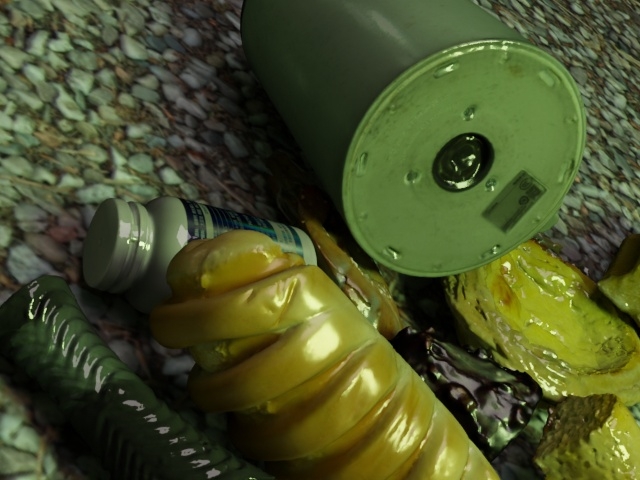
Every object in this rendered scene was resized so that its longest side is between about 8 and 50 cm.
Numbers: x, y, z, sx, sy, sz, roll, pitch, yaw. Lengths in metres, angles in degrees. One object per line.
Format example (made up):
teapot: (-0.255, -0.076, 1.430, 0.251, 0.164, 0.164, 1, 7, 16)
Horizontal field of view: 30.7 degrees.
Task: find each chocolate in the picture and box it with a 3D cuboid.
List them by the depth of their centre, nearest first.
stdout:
chocolate: (0.107, 0.135, 1.057, 0.133, 0.156, 0.156, 47, 36, -3)

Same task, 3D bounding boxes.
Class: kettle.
kettle: (0.110, -0.146, 1.254, 0.361, 0.250, 0.376, 27, 18, -36)

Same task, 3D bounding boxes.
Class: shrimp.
shrimp: (0.000, 0.000, 1.156, 0.287, 0.063, 0.152, 58, 7, 31)

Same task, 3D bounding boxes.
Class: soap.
soap: (0.446, 0.068, 1.411, 0.199, 0.091, 0.315, 46, 19, 8)

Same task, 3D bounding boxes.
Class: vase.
vase: (-0.153, 0.134, 0.892, 0.237, 0.115, 0.115, 45, 36, 16)

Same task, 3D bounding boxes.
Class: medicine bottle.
medicine bottle: (-0.107, 0.021, 1.039, 0.192, 0.107, 0.107, 14, 43, -30)

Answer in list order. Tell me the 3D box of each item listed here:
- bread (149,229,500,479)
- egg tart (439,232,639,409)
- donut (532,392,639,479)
bread: (-0.011, 0.126, 0.924, 0.311, 0.173, 0.121, 47, 59, -17)
egg tart: (0.235, 0.092, 1.276, 0.279, 0.095, 0.278, 25, 33, -17)
donut: (0.250, 0.269, 1.063, 0.152, 0.101, 0.259, 44, 48, -11)
